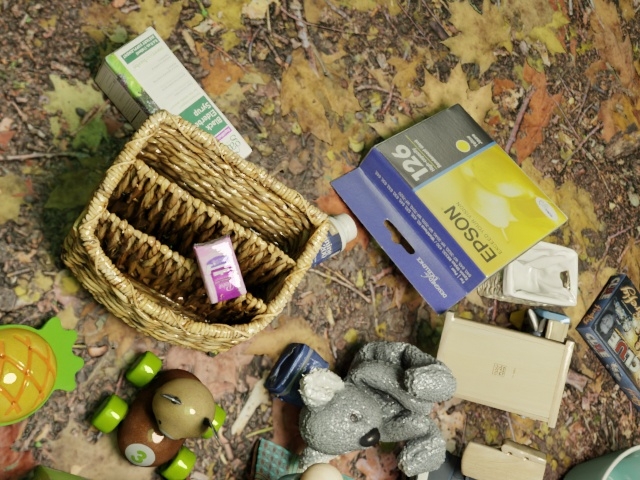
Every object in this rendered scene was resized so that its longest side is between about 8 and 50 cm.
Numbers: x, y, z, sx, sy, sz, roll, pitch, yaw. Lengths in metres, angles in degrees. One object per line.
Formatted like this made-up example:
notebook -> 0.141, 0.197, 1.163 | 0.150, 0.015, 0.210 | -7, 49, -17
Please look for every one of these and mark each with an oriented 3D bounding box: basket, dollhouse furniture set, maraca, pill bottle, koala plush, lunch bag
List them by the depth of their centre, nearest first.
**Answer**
maraca -> -0.394, 0.170, 0.944 | 0.185, 0.099, 0.127 | -18, 101, -53
basket -> -0.179, 0.010, 0.987 | 0.299, 0.223, 0.214 | 35, 53, -19
koala plush -> 0.058, 0.261, 1.102 | 0.221, 0.203, 0.196 | -15, 119, -31
lunch bag -> -0.043, 0.212, 1.132 | 0.065, 0.067, 0.098 | 40, 67, -16
pill bottle -> 0.000, 0.000, 1.190 | 0.120, 0.067, 0.067 | -28, 95, -28
dollhouse furniture set -> 0.307, 0.250, 1.264 | 0.198, 0.303, 0.287 | 13, 92, 15
basket -> 0.390, 0.065, 1.362 | 0.167, 0.103, 0.113 | 11, 77, -25

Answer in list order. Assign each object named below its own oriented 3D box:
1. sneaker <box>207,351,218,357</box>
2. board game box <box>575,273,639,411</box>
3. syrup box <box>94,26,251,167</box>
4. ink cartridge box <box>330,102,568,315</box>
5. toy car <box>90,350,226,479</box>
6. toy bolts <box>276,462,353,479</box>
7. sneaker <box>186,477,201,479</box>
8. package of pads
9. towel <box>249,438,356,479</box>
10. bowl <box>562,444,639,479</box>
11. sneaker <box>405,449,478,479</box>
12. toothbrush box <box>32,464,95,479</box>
sneaker -> -0.184, 0.147, 1.090 | 0.083, 0.031, 0.035 | 37, 77, -11
board game box -> 0.655, 0.216, 1.508 | 0.243, 0.042, 0.165 | 50, 64, -12
syrup box -> -0.223, -0.189, 1.090 | 0.093, 0.096, 0.237 | -45, 101, -26
ink cartridge box -> 0.228, -0.070, 1.262 | 0.307, 0.072, 0.304 | -30, 73, -30
toy car -> -0.199, 0.244, 0.976 | 0.155, 0.188, 0.149 | 42, 65, -15
toy bolts -> 0.036, 0.379, 0.993 | 0.228, 0.158, 0.218 | 35, 33, -10
sneaker -> -0.167, 0.381, 0.967 | 0.092, 0.225, 0.088 | 18, 79, 12
package of pads -> -0.132, 0.037, 0.940 | 0.050, 0.032, 0.083 | -18, 103, -12
towel -> 0.048, 0.475, 1.073 | 0.370, 0.040, 0.271 | 31, 33, -20
bowl -> 0.553, 0.529, 1.334 | 0.311, 0.163, 0.312 | 5, 80, -27
sneaker -> 0.210, 0.432, 1.148 | 0.163, 0.086, 0.226 | 26, 38, 2
toothbrush box -> -0.304, 0.397, 0.844 | 0.122, 0.283, 0.206 | 25, 72, -22
